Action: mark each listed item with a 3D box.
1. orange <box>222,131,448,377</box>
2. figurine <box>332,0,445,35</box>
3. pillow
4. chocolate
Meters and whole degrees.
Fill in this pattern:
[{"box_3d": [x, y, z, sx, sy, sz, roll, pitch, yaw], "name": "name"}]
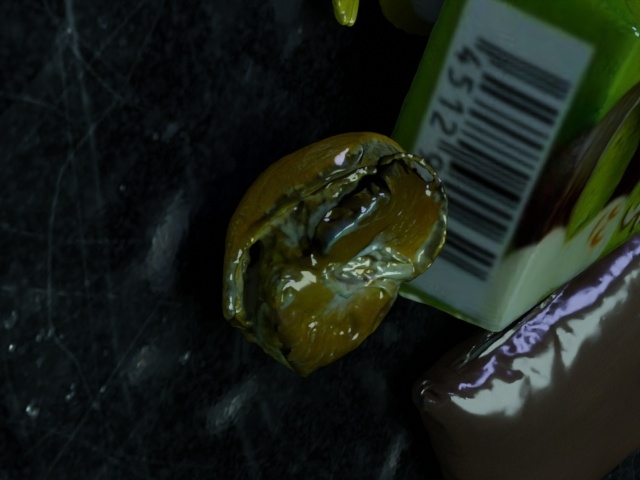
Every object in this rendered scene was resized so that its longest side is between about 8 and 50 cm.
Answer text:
[{"box_3d": [0.000, 0.000, 0.836, 0.170, 0.112, 0.160, -19, 135, -19], "name": "orange"}, {"box_3d": [0.075, -0.202, 0.871, 0.178, 0.109, 0.129, 1, 128, -54], "name": "figurine"}, {"box_3d": [0.225, 0.146, 1.175, 0.308, 0.108, 0.305, -37, 135, -20], "name": "pillow"}, {"box_3d": [0.189, -0.103, 0.940, 0.289, 0.137, 0.301, -28, 148, -44], "name": "chocolate"}]
